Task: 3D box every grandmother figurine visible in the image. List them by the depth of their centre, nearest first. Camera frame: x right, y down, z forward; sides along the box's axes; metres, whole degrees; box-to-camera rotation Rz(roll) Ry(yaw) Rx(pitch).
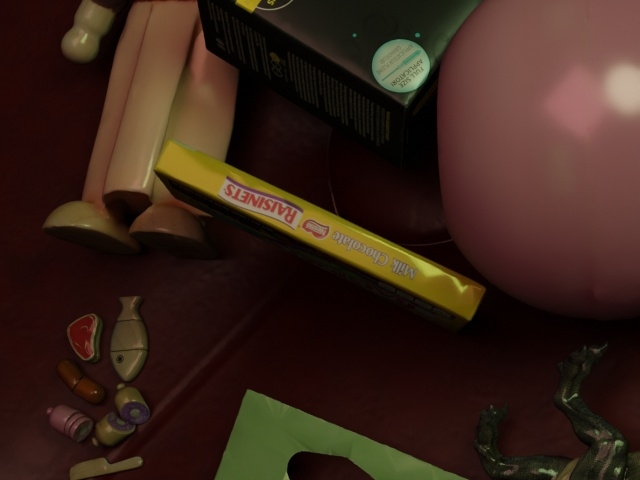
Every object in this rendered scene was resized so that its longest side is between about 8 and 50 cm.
[{"bbox_3d":[-0.093,-0.162,1.007,0.208,0.104,0.342,5,77,13],"label":"grandmother figurine"}]

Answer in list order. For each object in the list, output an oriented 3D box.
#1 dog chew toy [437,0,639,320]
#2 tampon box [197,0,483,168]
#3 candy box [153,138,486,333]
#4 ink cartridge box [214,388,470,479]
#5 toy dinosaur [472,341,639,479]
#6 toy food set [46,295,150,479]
[{"bbox_3d":[0.236,-0.061,0.790,0.332,0.206,0.206,-3,71,13],"label":"dog chew toy"},{"bbox_3d":[0.020,-0.148,0.900,0.161,0.101,0.120,32,75,11],"label":"tampon box"},{"bbox_3d":[0.000,0.000,0.870,0.206,0.105,0.027,26,86,5],"label":"candy box"},{"bbox_3d":[-0.027,0.226,0.851,0.171,0.056,0.235,19,92,27],"label":"ink cartridge box"},{"bbox_3d":[0.148,0.136,0.830,0.268,0.064,0.118,-30,71,14],"label":"toy dinosaur"},{"bbox_3d":[-0.156,0.100,0.984,0.078,0.019,0.122,-14,68,17],"label":"toy food set"}]
